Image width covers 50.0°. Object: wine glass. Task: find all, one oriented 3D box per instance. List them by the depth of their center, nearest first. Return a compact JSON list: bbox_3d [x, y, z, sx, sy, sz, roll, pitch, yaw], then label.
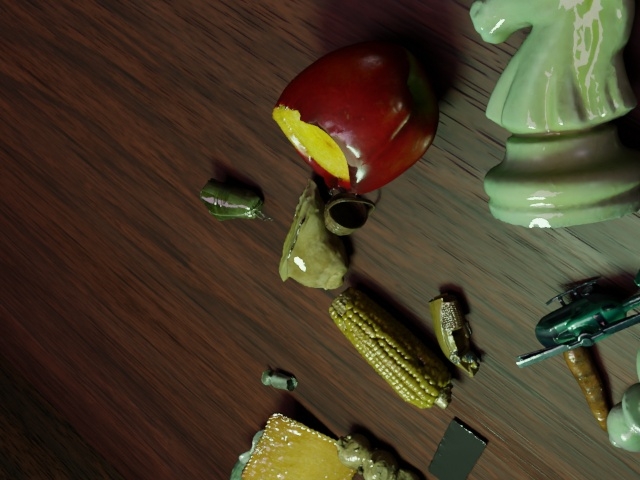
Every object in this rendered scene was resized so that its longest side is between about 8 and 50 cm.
[{"bbox_3d":[-0.091,0.318,1.550,0.083,0.039,0.042,6,119,39],"label":"wine glass"}]

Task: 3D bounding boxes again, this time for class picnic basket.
[{"bbox_3d":[0.046,-0.049,1.071,0.072,0.072,0.083,50,152,2],"label":"picnic basket"}]

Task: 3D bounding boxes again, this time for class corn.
[{"bbox_3d":[0.122,0.186,1.168,0.262,0.097,0.097,44,143,11],"label":"corn"}]

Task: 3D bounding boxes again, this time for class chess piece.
[{"bbox_3d":[0.245,-0.173,0.717,0.176,0.176,0.298,6,111,44],"label":"chess piece"},{"bbox_3d":[0.427,0.210,0.861,0.139,0.139,0.271,36,151,20],"label":"chess piece"}]

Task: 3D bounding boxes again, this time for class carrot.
[{"bbox_3d":[0.381,0.205,0.965,0.036,0.035,0.165,-10,115,50],"label":"carrot"}]

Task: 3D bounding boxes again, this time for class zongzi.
[{"bbox_3d":[-0.142,-0.053,1.298,0.154,0.062,0.130,16,154,17],"label":"zongzi"}]

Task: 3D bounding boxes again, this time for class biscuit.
[{"bbox_3d":[-0.046,0.525,1.584,0.237,0.013,0.232,25,113,0],"label":"biscuit"}]

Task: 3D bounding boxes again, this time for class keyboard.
[{"bbox_3d":[0.253,0.403,1.281,0.074,0.015,0.196,30,139,20],"label":"keyboard"}]

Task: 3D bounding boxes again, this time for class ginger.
[{"bbox_3d":[-0.001,-0.004,1.153,0.123,0.115,0.193,19,129,6],"label":"ginger"},{"bbox_3d":[0.124,0.476,1.423,0.204,0.080,0.104,29,152,30],"label":"ginger"}]

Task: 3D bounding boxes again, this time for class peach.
[{"bbox_3d":[0.034,-0.149,0.884,0.226,0.190,0.196,-21,69,35],"label":"peach"}]

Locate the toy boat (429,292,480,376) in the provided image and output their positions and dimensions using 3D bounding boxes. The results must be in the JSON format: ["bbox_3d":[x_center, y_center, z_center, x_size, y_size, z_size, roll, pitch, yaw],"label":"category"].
[{"bbox_3d":[0.213,0.150,1.079,0.049,0.047,0.149,-2,118,47],"label":"toy boat"}]

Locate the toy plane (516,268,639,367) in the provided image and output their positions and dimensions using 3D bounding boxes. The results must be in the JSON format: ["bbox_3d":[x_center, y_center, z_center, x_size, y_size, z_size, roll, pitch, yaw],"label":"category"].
[{"bbox_3d":[0.351,0.092,0.855,0.235,0.096,0.060,-33,97,35],"label":"toy plane"}]

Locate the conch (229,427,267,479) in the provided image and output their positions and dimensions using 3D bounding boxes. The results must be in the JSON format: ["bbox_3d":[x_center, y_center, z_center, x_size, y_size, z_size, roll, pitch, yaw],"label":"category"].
[{"bbox_3d":[-0.138,0.596,1.732,0.277,0.195,0.220,94,163,-69],"label":"conch"}]
